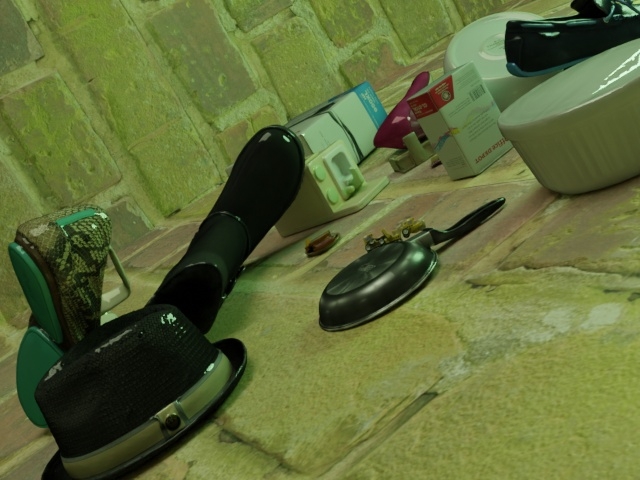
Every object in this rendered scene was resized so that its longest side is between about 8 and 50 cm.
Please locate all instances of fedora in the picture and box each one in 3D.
[{"bbox_3d":[-0.273,0.196,1.191,0.334,0.152,0.334,-28,13,7],"label":"fedora"}]

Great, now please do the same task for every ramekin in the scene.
[{"bbox_3d":[0.395,-0.170,1.182,0.273,0.127,0.273,-28,12,7],"label":"ramekin"}]

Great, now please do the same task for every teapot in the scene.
[{"bbox_3d":[0.378,-0.324,1.703,0.256,0.187,0.252,8,55,29],"label":"teapot"}]

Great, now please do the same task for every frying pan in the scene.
[{"bbox_3d":[0.130,0.027,1.204,0.326,0.053,0.197,-32,13,7],"label":"frying pan"}]

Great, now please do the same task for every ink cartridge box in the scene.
[{"bbox_3d":[0.257,-0.215,1.544,0.127,0.175,0.072,-37,12,-28],"label":"ink cartridge box"},{"bbox_3d":[-0.022,-0.243,2.263,0.285,0.166,0.395,-20,17,38],"label":"ink cartridge box"}]

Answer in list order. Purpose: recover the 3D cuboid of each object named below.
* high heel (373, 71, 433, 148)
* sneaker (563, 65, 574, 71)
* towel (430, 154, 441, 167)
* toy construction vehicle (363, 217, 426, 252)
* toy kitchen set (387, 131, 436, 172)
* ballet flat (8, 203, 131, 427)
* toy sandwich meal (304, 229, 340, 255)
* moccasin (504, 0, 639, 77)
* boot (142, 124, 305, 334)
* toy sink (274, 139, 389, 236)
[{"bbox_3d":[0.215,-0.336,2.167,0.181,0.127,0.377,-17,19,10],"label":"high heel"},{"bbox_3d":[0.521,-0.300,1.535,0.094,0.081,0.208,-24,17,-12],"label":"sneaker"},{"bbox_3d":[0.263,-0.177,1.747,0.083,0.009,0.060,-26,13,15],"label":"towel"},{"bbox_3d":[0.115,-0.011,1.310,0.098,0.035,0.086,-25,-15,8],"label":"toy construction vehicle"},{"bbox_3d":[0.192,-0.199,1.854,0.083,0.068,0.075,-31,13,-8],"label":"toy kitchen set"},{"bbox_3d":[-0.378,0.127,1.330,0.182,0.164,0.483,-32,-27,-36],"label":"ballet flat"},{"bbox_3d":[0.000,0.000,1.607,0.085,0.029,0.085,-28,13,7],"label":"toy sandwich meal"},{"bbox_3d":[0.486,-0.385,1.497,0.342,0.117,0.138,-21,16,-17],"label":"moccasin"},{"bbox_3d":[-0.176,-0.013,1.574,0.367,0.146,0.445,-62,-1,19],"label":"boot"},{"bbox_3d":[0.003,-0.122,1.834,0.234,0.131,0.153,-18,18,41],"label":"toy sink"}]
